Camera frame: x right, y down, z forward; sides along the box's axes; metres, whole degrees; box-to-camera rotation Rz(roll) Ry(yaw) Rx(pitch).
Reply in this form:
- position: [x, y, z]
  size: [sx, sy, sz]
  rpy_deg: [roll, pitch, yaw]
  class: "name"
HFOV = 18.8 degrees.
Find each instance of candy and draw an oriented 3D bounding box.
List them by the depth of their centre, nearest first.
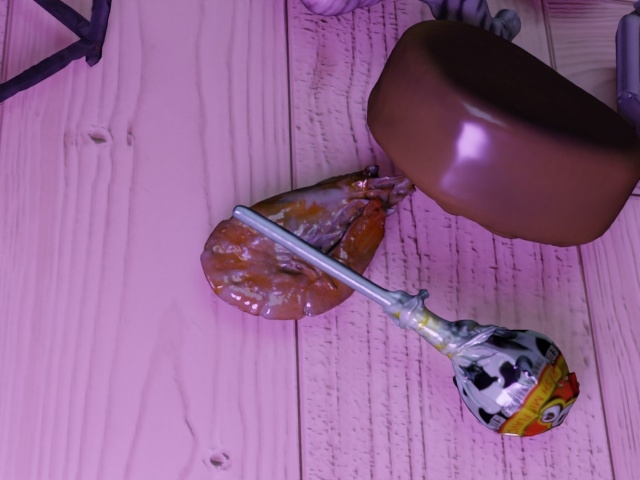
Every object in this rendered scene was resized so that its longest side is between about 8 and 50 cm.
- position: [0.063, 0.053, 1.509]
  size: [0.305, 0.083, 0.091]
  rpy_deg: [32, 11, 6]
  class: "candy"

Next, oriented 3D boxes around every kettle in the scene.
- position: [0.310, -0.138, 1.720]
  size: [0.098, 0.127, 0.148]
  rpy_deg: [4, 51, 7]
  class: "kettle"

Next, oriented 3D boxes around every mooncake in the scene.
- position: [0.144, -0.083, 1.603]
  size: [0.234, 0.117, 0.235]
  rpy_deg: [24, 26, -12]
  class: "mooncake"

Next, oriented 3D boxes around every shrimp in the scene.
- position: [0.000, 0.002, 1.570]
  size: [0.217, 0.051, 0.115]
  rpy_deg: [-28, 69, -33]
  class: "shrimp"

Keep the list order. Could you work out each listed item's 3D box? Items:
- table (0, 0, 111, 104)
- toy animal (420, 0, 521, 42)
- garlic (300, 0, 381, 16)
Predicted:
- position: [-0.349, -0.288, 1.567]
  size: [0.335, 0.272, 0.222]
  rpy_deg: [39, 51, 19]
  class: "table"
- position: [0.095, -0.265, 1.700]
  size: [0.255, 0.090, 0.170]
  rpy_deg: [26, 77, -22]
  class: "toy animal"
- position: [0.012, -0.276, 1.770]
  size: [0.147, 0.102, 0.159]
  rpy_deg: [23, 60, -14]
  class: "garlic"
